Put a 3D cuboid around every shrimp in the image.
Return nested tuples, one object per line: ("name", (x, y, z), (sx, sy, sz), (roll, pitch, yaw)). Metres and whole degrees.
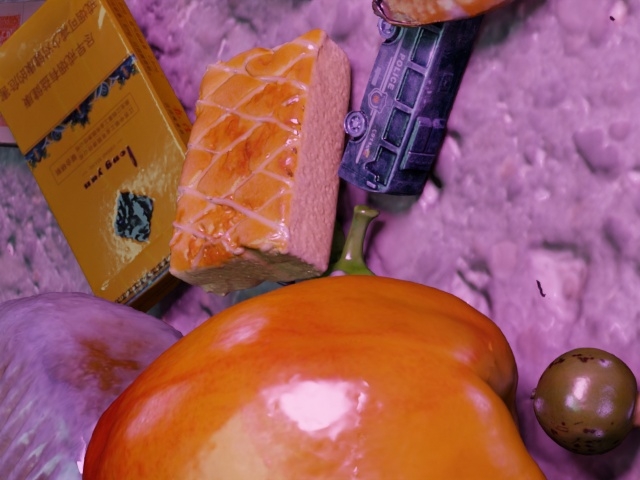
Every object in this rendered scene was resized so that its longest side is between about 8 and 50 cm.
("shrimp", (0.094, -0.226, 1.127), (0.166, 0.049, 0.161), (-32, 68, 21))

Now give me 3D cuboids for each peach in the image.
("peach", (-0.003, 0.175, 1.059), (0.307, 0.289, 0.289), (-19, 70, 9))

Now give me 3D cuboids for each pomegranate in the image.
("pomegranate", (0.178, 0.104, 1.037), (0.073, 0.084, 0.073), (-161, 90, -76))

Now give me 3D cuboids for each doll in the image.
("doll", (0.000, 0.000, 1.252), (0.115, 0.050, 0.190), (-49, 49, 24))

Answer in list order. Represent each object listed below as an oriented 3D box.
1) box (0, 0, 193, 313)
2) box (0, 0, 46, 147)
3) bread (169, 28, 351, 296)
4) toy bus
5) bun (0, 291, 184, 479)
("box", (-0.185, -0.084, 1.416), (0.153, 0.041, 0.279), (-39, 70, 26))
("box", (-0.277, -0.157, 1.564), (0.201, 0.058, 0.141), (8, 94, 49))
("bread", (-0.046, -0.058, 1.242), (0.125, 0.068, 0.188), (-13, 59, 39))
("toy bus", (0.066, -0.111, 1.183), (0.065, 0.047, 0.166), (33, 112, 40))
("bun", (-0.187, 0.219, 1.325), (0.362, 0.211, 0.362), (4, 95, 53))
